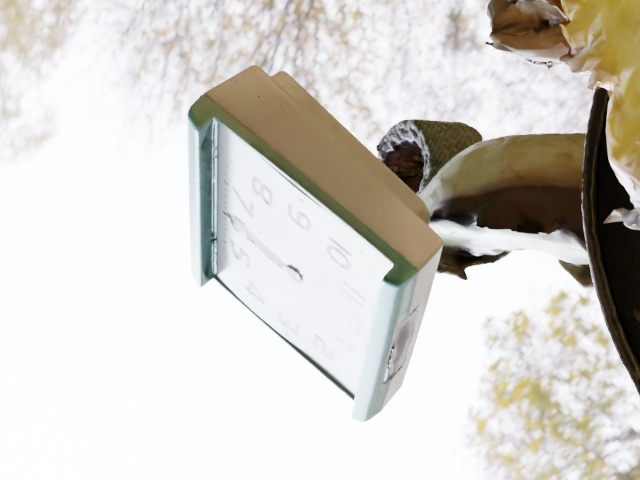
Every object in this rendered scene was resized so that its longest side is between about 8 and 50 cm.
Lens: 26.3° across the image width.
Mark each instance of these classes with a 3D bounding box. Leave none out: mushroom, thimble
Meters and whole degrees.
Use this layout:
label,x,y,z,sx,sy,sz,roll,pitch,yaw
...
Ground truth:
label,x,y,z,sx,sy,sz,roll,pitch,yaw
mushroom,0.238,-0.021,1.272,0.247,0.344,0.130,19,-99,-41
thimble,0.127,-0.079,1.576,0.090,0.135,0.118,3,-93,-28

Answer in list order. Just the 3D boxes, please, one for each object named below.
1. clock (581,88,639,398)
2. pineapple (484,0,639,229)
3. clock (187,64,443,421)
label,x,y,z,sx,sy,sz,roll,pitch,yaw
clock,0.264,-0.017,0.539,0.319,0.066,0.319,-2,-99,12
pineapple,0.198,-0.120,0.458,0.209,0.286,0.344,15,-104,-25
clock,0.000,0.000,1.146,0.231,0.262,0.116,40,-115,18
